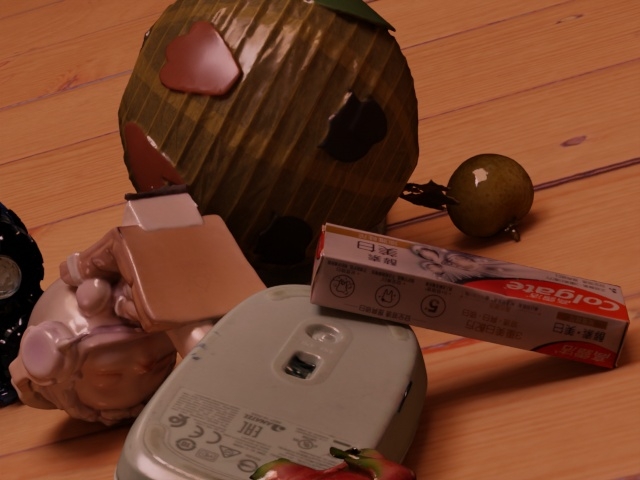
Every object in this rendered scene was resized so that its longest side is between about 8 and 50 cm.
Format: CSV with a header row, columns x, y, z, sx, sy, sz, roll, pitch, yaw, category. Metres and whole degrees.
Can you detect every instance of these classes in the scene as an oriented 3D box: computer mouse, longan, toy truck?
x,y,z,sx,sy,sz,roll,pitch,yaw,category
-0.025,0.128,1.235,0.160,0.097,0.288,18,32,11,computer mouse
0.142,-0.032,1.550,0.075,0.075,0.083,-27,64,-19,longan
-0.292,0.030,1.555,0.126,0.208,0.113,-23,21,-11,toy truck

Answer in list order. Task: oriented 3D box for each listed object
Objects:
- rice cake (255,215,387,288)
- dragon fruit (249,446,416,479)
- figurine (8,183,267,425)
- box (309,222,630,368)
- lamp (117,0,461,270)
x,y,z,sx,sy,sz,roll,pitch,yaw,category
0.000,0.000,1.610,0.127,0.043,0.237,-15,23,8,rice cake
0.038,0.196,1.006,0.137,0.135,0.236,-27,40,-34,dragon fruit
-0.144,0.070,1.420,0.163,0.141,0.237,-10,-22,-41,figurine
0.102,0.038,1.298,0.218,0.039,0.055,13,25,-2,box
-0.020,-0.081,1.495,0.250,0.284,0.250,-62,6,12,lamp
